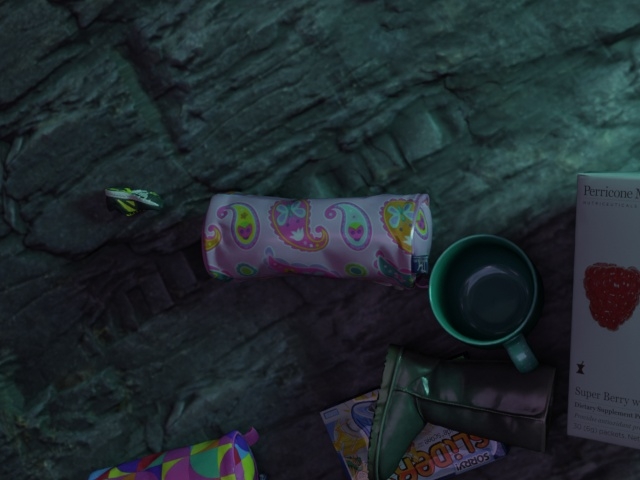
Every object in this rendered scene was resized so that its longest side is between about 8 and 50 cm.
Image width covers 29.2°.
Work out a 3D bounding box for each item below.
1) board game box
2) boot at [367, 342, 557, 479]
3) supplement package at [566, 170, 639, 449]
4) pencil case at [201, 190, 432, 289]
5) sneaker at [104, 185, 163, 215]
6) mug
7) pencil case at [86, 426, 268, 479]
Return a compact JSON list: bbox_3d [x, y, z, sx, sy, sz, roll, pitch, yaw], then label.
[{"bbox_3d":[0.117,0.238,1.536,0.201,0.035,0.136,-24,89,16],"label":"board game box"},{"bbox_3d":[0.168,0.222,1.472,0.208,0.076,0.190,12,98,7],"label":"boot"},{"bbox_3d":[0.391,0.072,1.346,0.177,0.175,0.293,5,97,41],"label":"supplement package"},{"bbox_3d":[0.000,0.000,1.503,0.284,0.124,0.124,2,96,14],"label":"pencil case"},{"bbox_3d":[-0.244,-0.048,1.614,0.083,0.031,0.035,13,112,18],"label":"sneaker"},{"bbox_3d":[0.199,0.078,1.454,0.129,0.097,0.158,1,80,18],"label":"mug"},{"bbox_3d":[-0.189,0.319,1.598,0.236,0.104,0.104,-18,90,14],"label":"pencil case"}]
